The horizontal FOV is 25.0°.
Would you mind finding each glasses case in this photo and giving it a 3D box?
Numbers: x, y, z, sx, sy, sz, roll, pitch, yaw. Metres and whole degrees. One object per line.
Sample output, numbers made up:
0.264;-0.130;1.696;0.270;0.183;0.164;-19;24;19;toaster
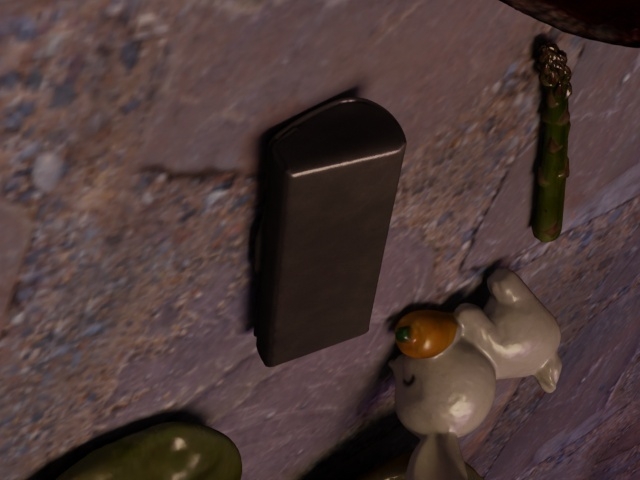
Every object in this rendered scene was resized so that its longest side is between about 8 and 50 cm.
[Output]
-0.001;0.001;0.795;0.072;0.042;0.191;-24;151;-21;glasses case

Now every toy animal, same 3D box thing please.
0.103;0.113;1.040;0.182;0.127;0.131;-45;164;-22;toy animal

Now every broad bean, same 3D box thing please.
-0.136;0.182;0.875;0.206;0.072;0.153;-44;161;-26;broad bean

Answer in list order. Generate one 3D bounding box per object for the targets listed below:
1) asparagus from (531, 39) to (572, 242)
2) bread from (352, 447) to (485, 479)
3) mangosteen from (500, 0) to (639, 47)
0.152;-0.061;0.943;0.024;0.025;0.248;1;154;8;asparagus
0.073;0.304;1.174;0.250;0.225;0.279;-40;152;-2;bread
0.127;-0.196;0.492;0.228;0.228;0.265;64;37;-65;mangosteen
